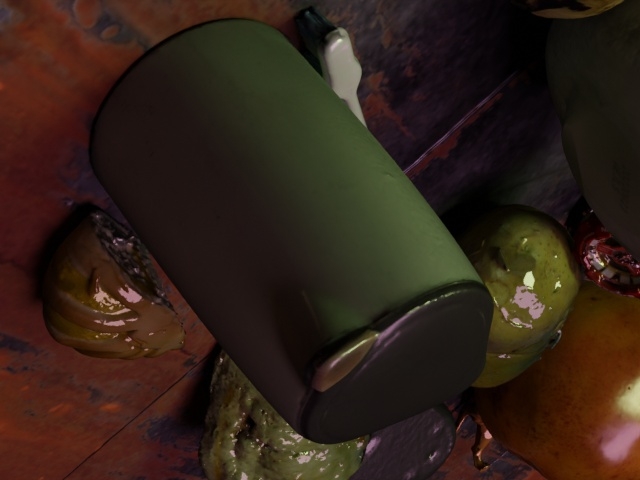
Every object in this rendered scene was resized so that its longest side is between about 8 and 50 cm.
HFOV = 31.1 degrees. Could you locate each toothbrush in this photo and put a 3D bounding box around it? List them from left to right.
[{"bbox_3d":[0.036,-0.052,0.952,0.042,0.040,0.418,-39,153,-9],"label":"toothbrush"}]

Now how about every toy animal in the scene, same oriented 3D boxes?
[{"bbox_3d":[0.236,0.232,1.582,0.255,0.116,0.114,-36,152,18],"label":"toy animal"}]

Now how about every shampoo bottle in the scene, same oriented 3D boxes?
[{"bbox_3d":[0.351,-0.132,0.911,0.317,0.322,0.322,-27,152,0],"label":"shampoo bottle"}]

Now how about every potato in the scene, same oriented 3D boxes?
[{"bbox_3d":[0.190,0.062,1.197,0.169,0.143,0.248,-23,149,-18],"label":"potato"}]

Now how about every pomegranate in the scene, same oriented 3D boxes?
[{"bbox_3d":[0.321,0.168,1.399,0.264,0.264,0.264,-29,151,-18],"label":"pomegranate"}]

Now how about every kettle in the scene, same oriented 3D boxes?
[{"bbox_3d":[0.000,0.000,0.760,0.165,0.255,0.240,-50,151,16],"label":"kettle"}]

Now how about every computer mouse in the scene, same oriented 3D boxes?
[{"bbox_3d":[0.031,0.199,1.267,0.269,0.086,0.137,17,106,-38],"label":"computer mouse"}]

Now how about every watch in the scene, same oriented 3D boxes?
[{"bbox_3d":[0.343,-0.059,1.158,0.268,0.102,0.165,-48,153,-43],"label":"watch"}]

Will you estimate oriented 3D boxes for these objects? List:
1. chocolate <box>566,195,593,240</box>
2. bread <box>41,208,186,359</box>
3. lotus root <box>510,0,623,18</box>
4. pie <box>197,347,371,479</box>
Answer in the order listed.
[{"bbox_3d":[0.382,-0.009,1.335,0.156,0.133,0.156,-30,154,-16],"label":"chocolate"},{"bbox_3d":[-0.155,0.044,0.839,0.094,0.083,0.157,-18,149,-12],"label":"bread"},{"bbox_3d":[0.201,-0.241,0.782,0.214,0.138,0.138,-48,153,-6],"label":"lotus root"},{"bbox_3d":[-0.009,0.152,1.107,0.201,0.090,0.248,-2,117,-30],"label":"pie"}]
